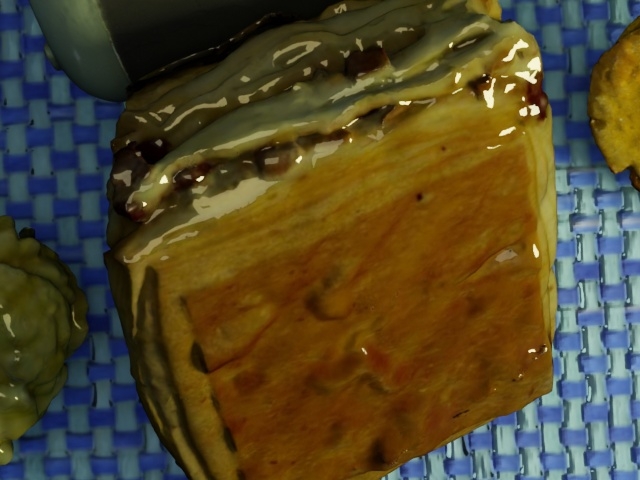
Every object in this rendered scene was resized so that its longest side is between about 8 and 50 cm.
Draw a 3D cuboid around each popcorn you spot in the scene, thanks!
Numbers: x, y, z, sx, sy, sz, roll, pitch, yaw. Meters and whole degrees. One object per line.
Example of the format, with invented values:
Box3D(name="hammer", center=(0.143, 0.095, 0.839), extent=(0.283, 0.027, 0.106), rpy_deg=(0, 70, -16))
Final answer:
Box3D(name="popcorn", center=(-0.249, 0.051, 1.225), extent=(0.195, 0.173, 0.168), rpy_deg=(30, 132, -5))

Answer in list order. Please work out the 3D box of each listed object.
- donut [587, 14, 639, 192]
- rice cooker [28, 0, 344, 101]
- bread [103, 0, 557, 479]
Box3D(name="donut", center=(0.260, -0.089, 1.246), extent=(0.178, 0.162, 0.065), rpy_deg=(30, 45, -7))
Box3D(name="rice cooker", center=(-0.063, -0.241, 1.179), extent=(0.277, 0.288, 0.288), rpy_deg=(-19, 90, -2))
Box3D(name="bread", center=(0.000, 0.000, 1.186), extent=(0.277, 0.325, 0.167), rpy_deg=(-24, 46, -8))
